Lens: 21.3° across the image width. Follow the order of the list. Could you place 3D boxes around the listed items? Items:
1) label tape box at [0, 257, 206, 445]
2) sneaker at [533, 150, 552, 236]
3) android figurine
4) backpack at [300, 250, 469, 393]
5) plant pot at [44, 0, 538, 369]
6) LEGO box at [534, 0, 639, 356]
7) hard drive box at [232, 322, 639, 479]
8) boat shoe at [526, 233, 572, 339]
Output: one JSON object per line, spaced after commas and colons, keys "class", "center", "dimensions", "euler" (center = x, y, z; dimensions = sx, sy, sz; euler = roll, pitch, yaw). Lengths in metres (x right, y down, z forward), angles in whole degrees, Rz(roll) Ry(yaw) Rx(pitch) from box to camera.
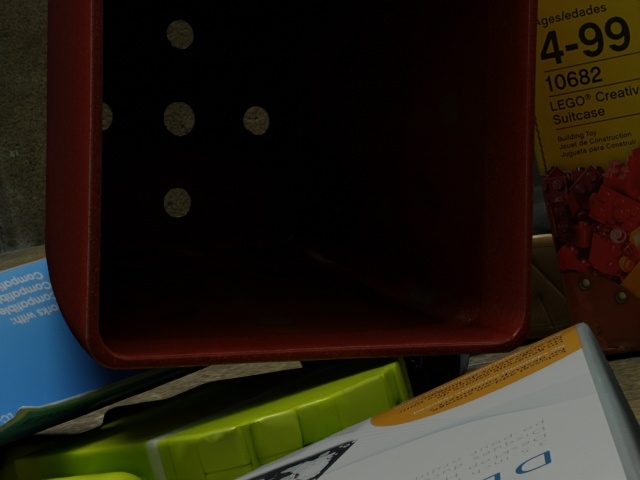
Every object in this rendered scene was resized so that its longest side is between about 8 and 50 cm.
{"class": "label tape box", "center": [-0.215, 0.079, 1.117], "dimensions": [0.347, 0.115, 0.249], "euler": [-25, -5, 42]}
{"class": "sneaker", "center": [0.210, -0.043, 1.395], "dimensions": [0.109, 0.130, 0.286], "euler": [-1, -10, 4]}
{"class": "android figurine", "center": [-0.056, 0.118, 0.972], "dimensions": [0.273, 0.056, 0.248], "euler": [-11, 5, 40]}
{"class": "backpack", "center": [0.044, 0.056, 1.151], "dimensions": [0.114, 0.105, 0.084], "euler": [-8, -15, 39]}
{"class": "plant pot", "center": [-0.045, -0.073, 1.021], "dimensions": [0.267, 0.267, 0.236], "euler": [0, 3, -25]}
{"class": "LEGO box", "center": [0.387, -0.153, 1.072], "dimensions": [0.500, 0.372, 0.193], "euler": [-10, 7, 25]}
{"class": "hard drive box", "center": [0.023, 0.117, 0.493], "dimensions": [0.181, 0.089, 0.232], "euler": [-25, 5, 7]}
{"class": "boat shoe", "center": [0.074, 0.040, 1.271], "dimensions": [0.277, 0.098, 0.096], "euler": [0, 1, 4]}
